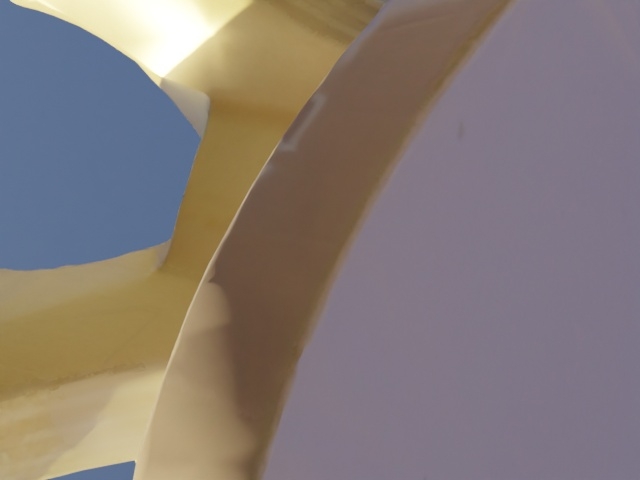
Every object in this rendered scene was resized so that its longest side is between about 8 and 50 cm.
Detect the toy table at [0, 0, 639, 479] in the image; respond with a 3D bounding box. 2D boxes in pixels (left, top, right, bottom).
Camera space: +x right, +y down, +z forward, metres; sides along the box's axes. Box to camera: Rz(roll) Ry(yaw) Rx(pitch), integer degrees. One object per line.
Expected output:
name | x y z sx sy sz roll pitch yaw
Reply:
toy table | 0.000 0.000 0.459 0.161 0.274 0.252 12 -63 34
